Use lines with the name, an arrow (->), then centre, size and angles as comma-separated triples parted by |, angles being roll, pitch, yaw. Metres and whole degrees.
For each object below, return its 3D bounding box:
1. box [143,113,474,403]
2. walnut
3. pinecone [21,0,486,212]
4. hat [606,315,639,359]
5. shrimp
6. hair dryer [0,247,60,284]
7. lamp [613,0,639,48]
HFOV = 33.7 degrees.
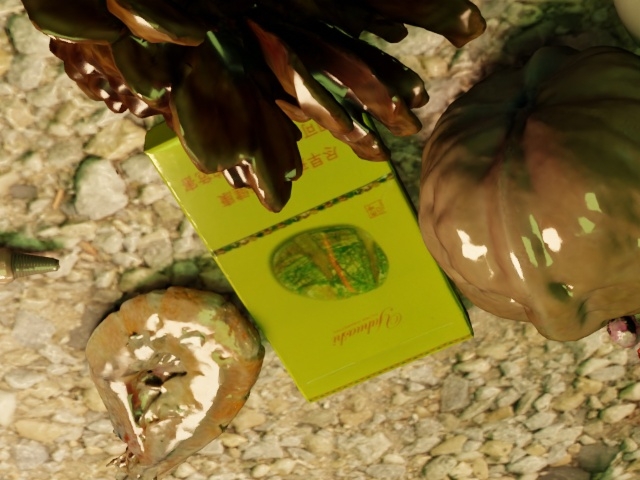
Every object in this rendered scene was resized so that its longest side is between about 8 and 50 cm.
box -> 0.000, 0.000, 0.982 | 0.187, 0.047, 0.335 | -24, 123, 9
walnut -> 0.205, -0.035, 0.874 | 0.248, 0.248, 0.248 | -3, 124, -5
pinecone -> -0.033, -0.230, 0.658 | 0.385, 0.384, 0.384 | -3, 124, -5
hat -> 0.383, 0.152, 1.111 | 0.140, 0.129, 0.227 | -46, 105, -24
shrimp -> -0.174, 0.162, 1.066 | 0.164, 0.062, 0.317 | 31, 123, -4
hair dryer -> -0.360, 0.041, 0.973 | 0.220, 0.053, 0.195 | 7, 124, -20
lamp -> 0.311, -0.237, 0.785 | 0.198, 0.197, 0.243 | -6, 107, -3
